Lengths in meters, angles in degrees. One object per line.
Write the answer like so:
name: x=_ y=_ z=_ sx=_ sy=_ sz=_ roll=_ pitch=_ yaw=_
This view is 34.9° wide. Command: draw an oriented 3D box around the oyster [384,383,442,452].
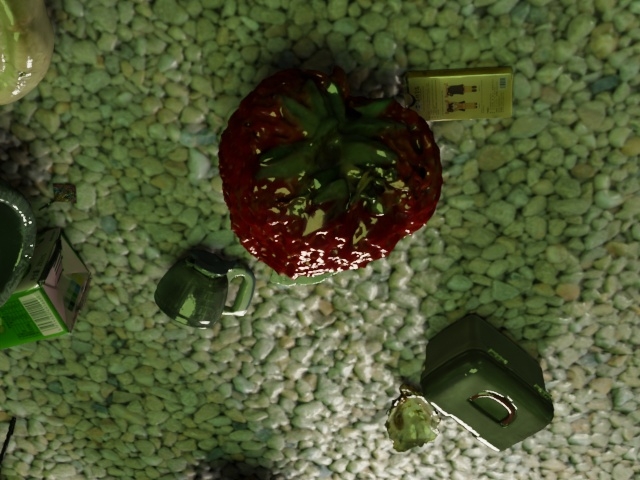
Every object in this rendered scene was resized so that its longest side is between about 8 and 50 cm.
oyster: x=0.160 y=0.306 z=1.786 sx=0.103 sy=0.051 sz=0.148 roll=-10 pitch=129 yaw=-10

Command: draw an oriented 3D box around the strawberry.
strawberry: x=-0.002 y=-0.061 z=1.395 sx=0.312 sy=0.267 sz=0.351 roll=15 pitch=150 yaw=-14

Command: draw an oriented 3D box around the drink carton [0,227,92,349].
drink carton: x=-0.511 y=0.084 z=1.607 sx=0.271 sy=0.161 sz=0.108 roll=-14 pitch=125 yaw=13

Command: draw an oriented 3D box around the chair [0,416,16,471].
chair: x=-0.667 y=0.431 z=1.905 sx=0.140 sy=0.145 sz=0.221 roll=18 pitch=129 yaw=-8

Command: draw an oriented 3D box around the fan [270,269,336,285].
fan: x=0.000 y=0.000 z=1.587 sx=0.131 sy=0.009 sz=0.240 roll=25 pitch=126 yaw=-17

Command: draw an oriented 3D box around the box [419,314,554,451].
box: x=0.273 y=0.234 z=1.669 sx=0.210 sy=0.129 sz=0.148 roll=38 pitch=123 yaw=-22

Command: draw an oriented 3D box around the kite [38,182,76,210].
kite: x=-0.410 y=-0.070 z=1.573 sx=0.078 sy=0.002 sz=0.044 roll=-10 pitch=127 yaw=13

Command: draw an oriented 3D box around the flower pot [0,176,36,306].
flower pot: x=-0.584 y=-0.015 z=1.455 sx=0.283 sy=0.299 sz=0.299 roll=27 pitch=132 yaw=21

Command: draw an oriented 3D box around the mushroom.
mushroom: x=-0.460 y=-0.272 z=1.270 sx=0.254 sy=0.234 sz=0.260 roll=-31 pitch=119 yaw=32

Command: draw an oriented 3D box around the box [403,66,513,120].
box: x=0.190 y=-0.201 z=1.401 sx=0.149 sy=0.020 sz=0.073 roll=-1 pitch=129 yaw=6

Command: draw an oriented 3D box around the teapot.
teapot: x=-0.177 y=0.077 z=1.603 sx=0.149 sy=0.111 sz=0.108 roll=26 pitch=112 yaw=-8
